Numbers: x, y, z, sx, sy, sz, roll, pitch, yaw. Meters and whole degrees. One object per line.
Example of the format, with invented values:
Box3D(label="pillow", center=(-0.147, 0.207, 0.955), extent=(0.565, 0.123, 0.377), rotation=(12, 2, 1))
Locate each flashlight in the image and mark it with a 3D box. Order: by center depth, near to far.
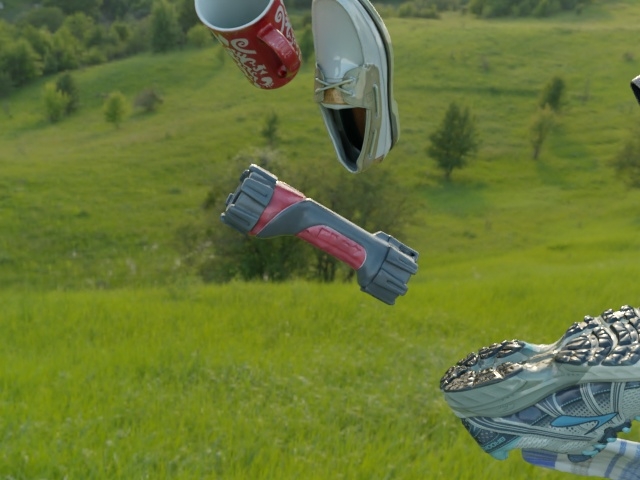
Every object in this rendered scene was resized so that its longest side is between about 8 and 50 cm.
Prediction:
Box3D(label="flashlight", center=(0.000, 0.000, 1.134), extent=(0.304, 0.103, 0.103), rotation=(31, 35, -13))

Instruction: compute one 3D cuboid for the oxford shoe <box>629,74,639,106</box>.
Box3D(label="oxford shoe", center=(0.479, -0.050, 0.941), extent=(0.132, 0.364, 0.130), rotation=(-13, 3, 6))

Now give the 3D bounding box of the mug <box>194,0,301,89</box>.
Box3D(label="mug", center=(-0.088, -0.275, 1.027), extent=(0.113, 0.150, 0.169), rotation=(-15, -21, 8))

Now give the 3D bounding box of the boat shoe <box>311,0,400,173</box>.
Box3D(label="boat shoe", center=(0.047, -0.236, 1.120), extent=(0.113, 0.302, 0.103), rotation=(10, 48, 36))

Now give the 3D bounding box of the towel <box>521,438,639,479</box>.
Box3D(label="towel", center=(0.423, 0.315, 1.045), extent=(0.284, 0.209, 0.034), rotation=(9, 67, 19))

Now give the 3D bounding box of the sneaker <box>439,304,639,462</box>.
Box3D(label="sneaker", center=(0.268, 0.149, 0.734), extent=(0.282, 0.122, 0.110), rotation=(-19, 16, 33))
